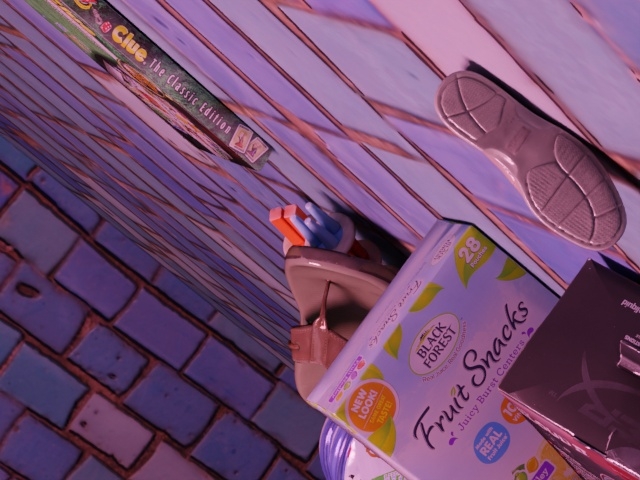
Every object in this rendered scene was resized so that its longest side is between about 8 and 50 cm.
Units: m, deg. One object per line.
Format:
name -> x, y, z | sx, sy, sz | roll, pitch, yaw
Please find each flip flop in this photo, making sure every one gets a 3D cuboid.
flip flop -> 0.013, 0.095, 1.699 | 0.112, 0.080, 0.277 | 14, 146, 6

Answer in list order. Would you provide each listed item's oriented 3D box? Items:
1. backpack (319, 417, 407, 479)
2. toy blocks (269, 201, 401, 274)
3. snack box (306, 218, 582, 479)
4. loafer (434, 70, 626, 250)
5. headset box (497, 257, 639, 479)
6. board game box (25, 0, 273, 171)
backpack -> 0.128, 0.193, 1.660 | 0.213, 0.276, 0.263 | 30, 157, 32
toy blocks -> 0.000, 0.000, 1.721 | 0.123, 0.054, 0.148 | 29, 169, 44
snack box -> 0.123, 0.114, 1.401 | 0.207, 0.174, 0.070 | 38, 172, -17
loafer -> 0.115, -0.045, 1.001 | 0.125, 0.045, 0.039 | 43, -170, 3
headset box -> 0.260, 0.144, 1.202 | 0.218, 0.110, 0.293 | 30, 171, 37
board game box -> -0.162, -0.155, 1.614 | 0.260, 0.030, 0.136 | 41, 173, -31
